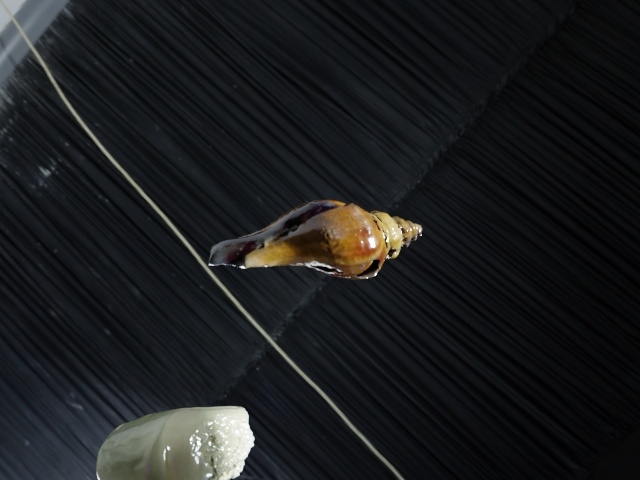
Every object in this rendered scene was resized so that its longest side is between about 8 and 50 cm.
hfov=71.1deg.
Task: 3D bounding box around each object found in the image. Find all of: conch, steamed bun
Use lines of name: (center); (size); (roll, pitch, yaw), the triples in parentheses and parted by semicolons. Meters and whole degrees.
conch: (0.003, -0.005, 0.493); (0.080, 0.232, 0.086); (115, -19, -51)
steamed bun: (-0.257, 0.385, 0.776); (0.225, 0.170, 0.200); (-22, 157, 33)
